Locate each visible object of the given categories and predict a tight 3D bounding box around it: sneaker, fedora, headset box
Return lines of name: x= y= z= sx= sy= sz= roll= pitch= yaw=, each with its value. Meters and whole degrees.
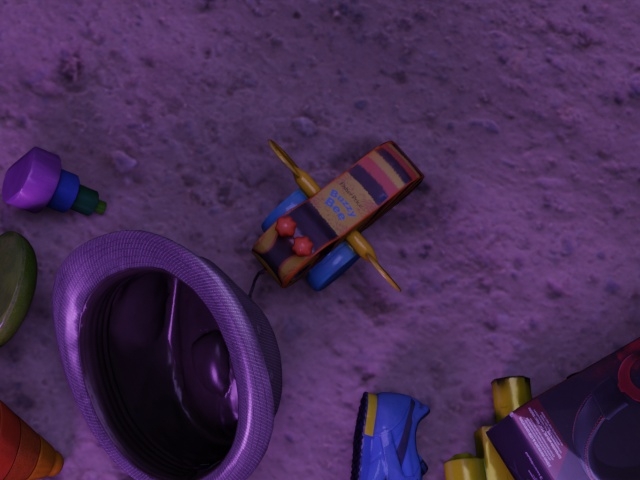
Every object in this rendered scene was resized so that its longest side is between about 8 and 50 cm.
sneaker: x=0.068 y=0.256 z=1.534 sx=0.082 sy=0.069 sz=0.209 roll=12 pitch=73 yaw=-7
fedora: x=-0.129 y=0.110 z=1.490 sx=0.124 sy=0.243 sz=0.275 roll=-24 pitch=90 yaw=-56
headset box: x=0.323 y=0.216 z=1.497 sx=0.293 sy=0.110 sz=0.218 roll=-27 pitch=78 yaw=-15

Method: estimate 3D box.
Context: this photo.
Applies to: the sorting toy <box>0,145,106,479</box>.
sorting toy: x=-0.288 y=0.092 z=1.536 sx=0.126 sy=0.127 sz=0.366 roll=23 pitch=68 yaw=-31

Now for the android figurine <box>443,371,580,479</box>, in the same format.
android figurine: x=0.251 y=0.271 z=1.560 sx=0.248 sy=0.056 sz=0.273 roll=-1 pitch=73 yaw=-8

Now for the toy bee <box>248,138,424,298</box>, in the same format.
toy bee: x=0.000 y=0.000 z=1.549 sx=0.195 sy=0.162 sz=0.298 roll=29 pitch=73 yaw=0
